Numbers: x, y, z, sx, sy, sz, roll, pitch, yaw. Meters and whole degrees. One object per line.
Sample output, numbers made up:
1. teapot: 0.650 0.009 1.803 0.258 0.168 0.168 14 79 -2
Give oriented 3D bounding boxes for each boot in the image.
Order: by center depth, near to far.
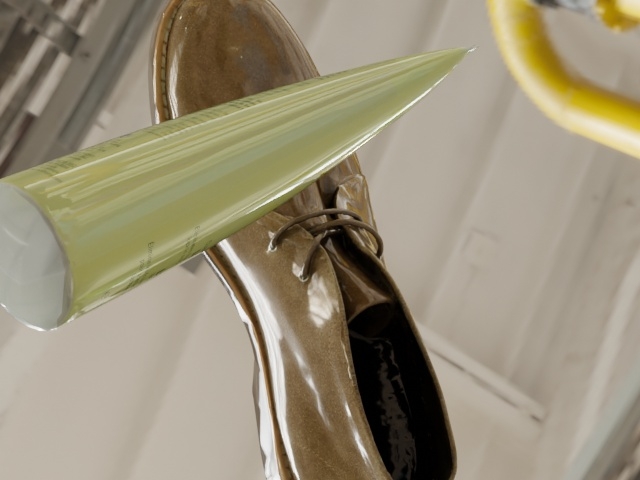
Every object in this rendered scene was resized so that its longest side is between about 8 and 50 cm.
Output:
1. boot: 0.000 0.000 0.873 0.112 0.115 0.305 -17 -94 -24

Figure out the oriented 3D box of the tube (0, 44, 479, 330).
1. tube: -0.033 -0.032 0.719 0.240 0.070 0.062 -27 -50 -43
